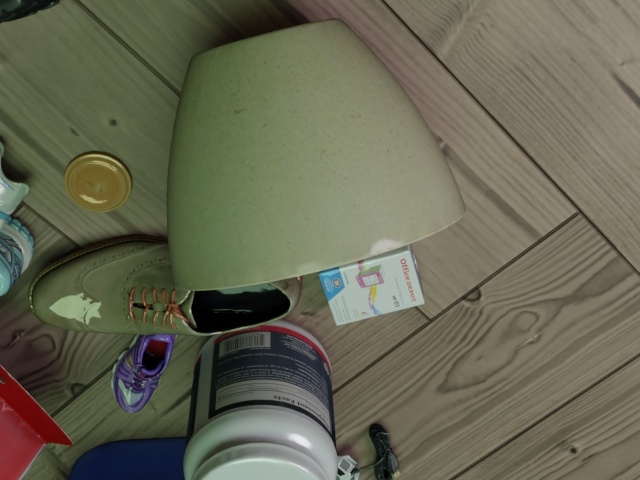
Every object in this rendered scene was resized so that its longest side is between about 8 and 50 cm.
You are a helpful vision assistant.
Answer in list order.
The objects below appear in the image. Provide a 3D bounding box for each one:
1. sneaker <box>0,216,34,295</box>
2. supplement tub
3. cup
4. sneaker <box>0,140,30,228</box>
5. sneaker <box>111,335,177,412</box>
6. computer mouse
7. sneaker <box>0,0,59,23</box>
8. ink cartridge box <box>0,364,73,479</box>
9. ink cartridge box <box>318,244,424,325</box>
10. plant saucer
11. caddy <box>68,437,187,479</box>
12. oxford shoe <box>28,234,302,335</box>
[{"bbox_3d":[-0.496,-0.001,1.309,0.283,0.122,0.110,12,120,-10],"label":"sneaker"},{"bbox_3d":[-0.076,0.245,1.392,0.191,0.272,0.191,-1,122,-1],"label":"supplement tub"},{"bbox_3d":[-0.031,-0.106,1.179,0.331,0.331,0.237,-14,99,7],"label":"cup"},{"bbox_3d":[-0.426,-0.105,1.291,0.083,0.071,0.190,-46,111,-9],"label":"sneaker"},{"bbox_3d":[-0.240,0.171,1.458,0.068,0.071,0.170,17,120,-13],"label":"sneaker"},{"bbox_3d":[0.018,0.337,1.592,0.193,0.042,0.106,-19,126,3],"label":"computer mouse"},{"bbox_3d":[-0.275,-0.324,1.149,0.267,0.101,0.106,-29,97,16],"label":"sneaker"},{"bbox_3d":[-0.510,0.206,1.366,0.272,0.130,0.309,-9,128,42],"label":"ink cartridge box"},{"bbox_3d":[0.066,0.049,1.404,0.122,0.052,0.088,-16,121,6],"label":"ink cartridge box"},{"bbox_3d":[-0.275,-0.070,1.339,0.083,0.013,0.083,-1,121,-1],"label":"plant saucer"},{"bbox_3d":[-0.225,0.424,1.554,0.341,0.179,0.241,-3,123,0],"label":"caddy"},{"bbox_3d":[-0.195,0.062,1.343,0.348,0.130,0.123,-7,104,-1],"label":"oxford shoe"}]
